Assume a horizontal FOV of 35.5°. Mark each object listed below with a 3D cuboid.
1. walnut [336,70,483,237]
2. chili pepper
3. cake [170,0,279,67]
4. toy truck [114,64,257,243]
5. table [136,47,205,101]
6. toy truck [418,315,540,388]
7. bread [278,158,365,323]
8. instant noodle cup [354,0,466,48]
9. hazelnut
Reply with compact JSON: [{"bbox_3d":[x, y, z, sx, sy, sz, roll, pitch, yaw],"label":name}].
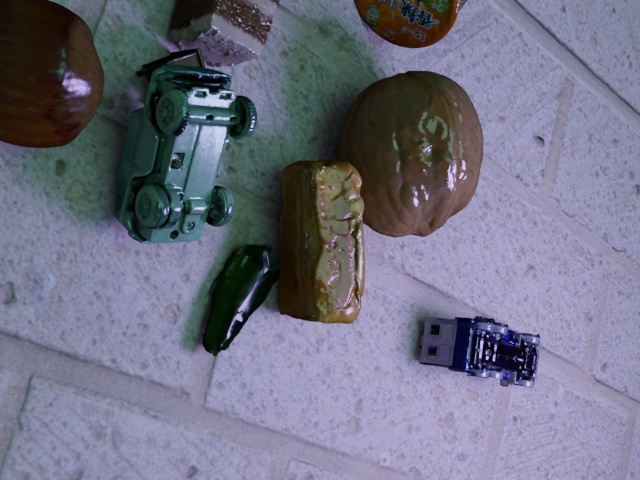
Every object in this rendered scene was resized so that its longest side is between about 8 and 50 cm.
[{"bbox_3d":[0.171,-0.159,1.880,0.277,0.252,0.313,-25,111,-54],"label":"walnut"},{"bbox_3d":[-0.136,0.105,1.719,0.108,0.062,0.216,45,63,-34],"label":"chili pepper"},{"bbox_3d":[-0.157,-0.371,1.646,0.134,0.135,0.147,20,72,-41],"label":"cake"},{"bbox_3d":[-0.217,-0.130,1.534,0.155,0.156,0.279,-3,117,-43],"label":"toy truck"},{"bbox_3d":[-0.239,-0.261,1.607,0.082,0.083,0.070,-28,112,-35],"label":"table"},{"bbox_3d":[0.343,0.235,2.115,0.268,0.155,0.124,19,77,-45],"label":"toy truck"},{"bbox_3d":[0.000,0.000,1.781,0.132,0.167,0.294,1,91,-20],"label":"bread"},{"bbox_3d":[0.203,-0.513,1.944,0.182,0.230,0.230,-43,119,-45],"label":"instant noodle cup"},{"bbox_3d":[-0.403,-0.232,1.382,0.210,0.186,0.210,-27,125,-45],"label":"hazelnut"}]
